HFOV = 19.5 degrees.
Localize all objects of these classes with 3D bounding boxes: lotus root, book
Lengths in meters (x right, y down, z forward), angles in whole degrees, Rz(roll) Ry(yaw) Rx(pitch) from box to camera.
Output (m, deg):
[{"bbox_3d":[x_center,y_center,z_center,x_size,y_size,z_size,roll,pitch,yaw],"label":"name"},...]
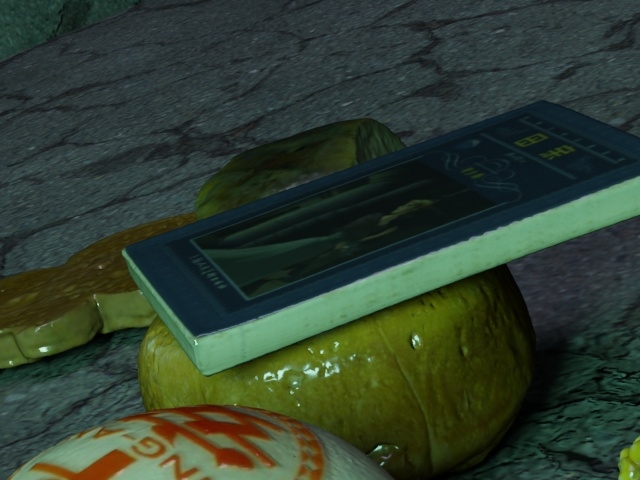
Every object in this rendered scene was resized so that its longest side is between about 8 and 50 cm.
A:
[{"bbox_3d":[0.000,0.000,1.246,0.119,0.138,0.235,-21,19,21],"label":"lotus root"},{"bbox_3d":[0.038,-0.010,0.997,0.269,0.025,0.191,-20,19,-11],"label":"book"}]

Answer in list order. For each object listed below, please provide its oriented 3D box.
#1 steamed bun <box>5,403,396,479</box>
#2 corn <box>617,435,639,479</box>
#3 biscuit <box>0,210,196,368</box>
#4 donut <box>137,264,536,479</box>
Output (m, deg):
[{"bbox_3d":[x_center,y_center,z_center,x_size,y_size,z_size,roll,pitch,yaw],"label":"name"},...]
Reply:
[{"bbox_3d":[-0.061,0.147,0.764,0.231,0.145,0.232,-16,16,5],"label":"steamed bun"},{"bbox_3d":[0.276,0.069,0.770,0.310,0.101,0.101,-14,16,7],"label":"corn"},{"bbox_3d":[-0.160,0.039,1.400,0.288,0.044,0.202,-24,17,-19],"label":"biscuit"},{"bbox_3d":[0.008,0.067,1.022,0.226,0.114,0.226,-14,18,5],"label":"donut"}]
